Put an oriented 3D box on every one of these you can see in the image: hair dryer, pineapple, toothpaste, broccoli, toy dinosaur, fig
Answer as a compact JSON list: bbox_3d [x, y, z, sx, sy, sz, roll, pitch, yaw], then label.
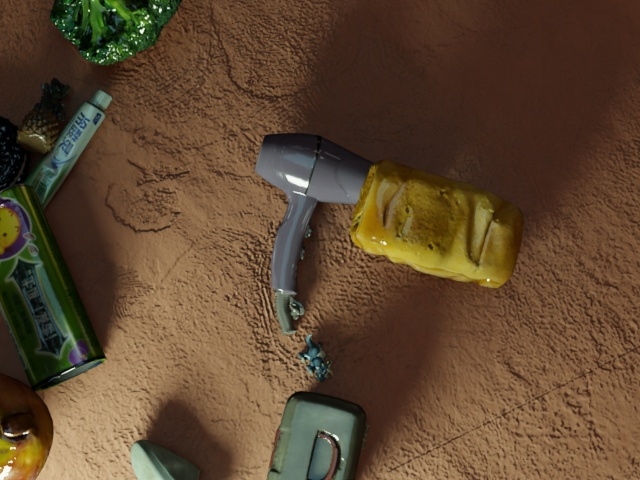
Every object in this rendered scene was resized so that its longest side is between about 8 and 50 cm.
[{"bbox_3d":[0.000,0.000,1.657,0.301,0.121,0.361,17,85,-4],"label":"hair dryer"},{"bbox_3d":[-0.504,-0.235,1.701,0.074,0.074,0.159,9,54,2],"label":"pineapple"},{"bbox_3d":[-0.481,-0.152,1.711,0.075,0.048,0.296,31,81,8],"label":"toothpaste"},{"bbox_3d":[-0.403,-0.470,1.680,0.298,0.297,0.297,-5,82,35],"label":"broccoli"},{"bbox_3d":[-0.007,0.207,1.620,0.047,0.030,0.083,-32,78,-9],"label":"toy dinosaur"},{"bbox_3d":[-0.552,0.320,1.498,0.263,0.224,0.224,10,75,21],"label":"fig"}]

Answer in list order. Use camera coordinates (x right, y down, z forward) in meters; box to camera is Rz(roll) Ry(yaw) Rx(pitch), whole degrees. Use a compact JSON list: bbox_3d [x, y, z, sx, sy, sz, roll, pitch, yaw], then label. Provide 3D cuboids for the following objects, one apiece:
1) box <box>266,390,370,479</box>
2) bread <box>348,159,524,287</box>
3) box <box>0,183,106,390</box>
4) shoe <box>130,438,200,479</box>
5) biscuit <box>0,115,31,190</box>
[{"bbox_3d":[-0.007,0.362,1.528,0.148,0.129,0.210,13,75,4],"label":"box"},{"bbox_3d":[0.202,-0.024,1.593,0.294,0.132,0.166,17,85,-14],"label":"bread"},{"bbox_3d":[-0.498,0.083,1.612,0.134,0.097,0.345,-27,80,2],"label":"box"},{"bbox_3d":[-0.239,0.409,1.556,0.078,0.079,0.195,-24,64,-42],"label":"shoe"},{"bbox_3d":[-0.628,-0.148,1.696,0.195,0.053,0.194,-2,69,5],"label":"biscuit"}]
